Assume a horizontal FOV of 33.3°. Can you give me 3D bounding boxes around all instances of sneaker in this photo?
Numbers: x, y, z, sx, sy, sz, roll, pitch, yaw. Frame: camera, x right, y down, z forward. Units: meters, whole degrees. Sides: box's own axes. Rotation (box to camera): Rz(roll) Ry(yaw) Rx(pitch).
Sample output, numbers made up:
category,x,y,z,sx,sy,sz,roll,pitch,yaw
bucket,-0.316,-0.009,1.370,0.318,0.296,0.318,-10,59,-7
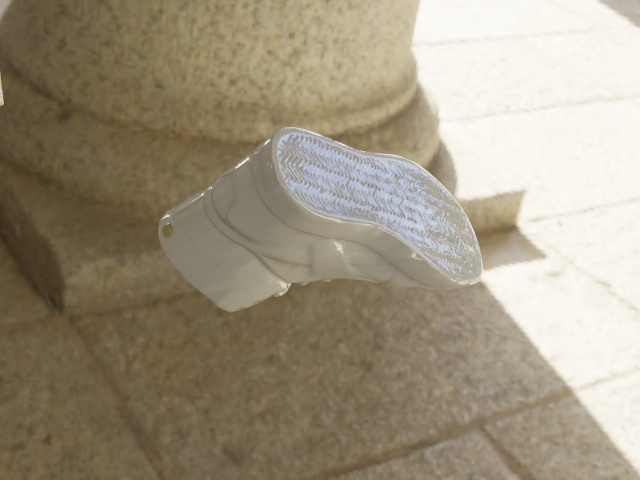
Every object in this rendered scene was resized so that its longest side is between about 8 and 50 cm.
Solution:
category,x,y,z,sx,sy,sz,roll,pitch,yaw
sneaker,0.000,0.000,0.914,0.293,0.169,0.108,21,51,-45

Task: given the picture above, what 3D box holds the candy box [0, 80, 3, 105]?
category,x,y,z,sx,sy,sz,roll,pitch,yaw
candy box,-0.348,-0.226,0.991,0.027,0.105,0.205,-22,65,19
